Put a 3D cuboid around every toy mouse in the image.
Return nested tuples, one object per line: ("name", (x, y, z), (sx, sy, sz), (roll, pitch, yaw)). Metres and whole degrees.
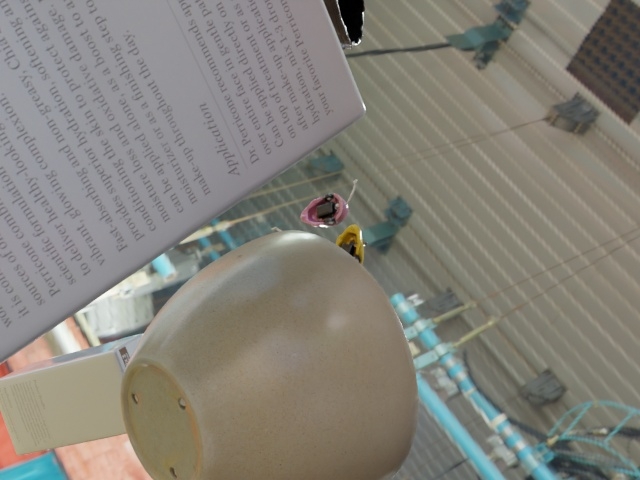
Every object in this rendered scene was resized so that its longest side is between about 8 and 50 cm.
("toy mouse", (0.000, 0.000, 1.030), (0.143, 0.031, 0.160), (8, -101, 40))

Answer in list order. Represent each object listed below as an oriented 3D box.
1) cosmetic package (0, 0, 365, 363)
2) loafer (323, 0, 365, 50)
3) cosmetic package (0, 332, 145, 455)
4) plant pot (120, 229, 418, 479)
("cosmetic package", (-0.213, -0.077, 0.566), (0.162, 0.453, 0.230), (20, -40, 53))
("loafer", (0.011, -0.315, 0.759), (0.130, 0.133, 0.366), (17, -28, 6))
("cosmetic package", (-0.331, 0.214, 1.160), (0.231, 0.085, 0.117), (-15, -83, 23))
("plant pot", (-0.075, 0.147, 0.805), (0.284, 0.191, 0.283), (15, -68, 42))
